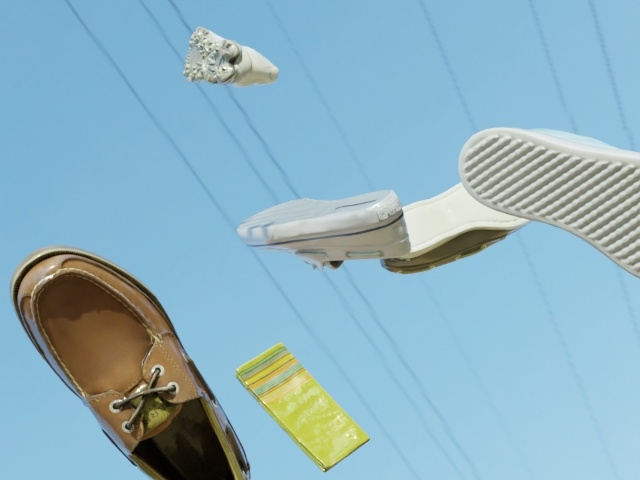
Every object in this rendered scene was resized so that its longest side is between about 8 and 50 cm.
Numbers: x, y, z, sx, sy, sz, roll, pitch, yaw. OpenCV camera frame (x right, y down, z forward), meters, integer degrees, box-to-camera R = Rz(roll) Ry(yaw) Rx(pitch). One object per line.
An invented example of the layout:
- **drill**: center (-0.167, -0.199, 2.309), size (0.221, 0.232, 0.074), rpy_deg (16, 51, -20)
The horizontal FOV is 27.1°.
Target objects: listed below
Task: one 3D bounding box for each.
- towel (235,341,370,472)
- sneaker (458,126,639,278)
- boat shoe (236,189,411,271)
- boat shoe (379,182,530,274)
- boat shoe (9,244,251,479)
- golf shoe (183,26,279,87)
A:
- **towel**: center (-0.031, 0.271, 2.193), size (0.102, 0.237, 0.021), rpy_deg (-33, -29, -23)
- **sneaker**: center (0.349, -0.053, 1.535), size (0.150, 0.366, 0.135), rpy_deg (-16, -52, -55)
- **boat shoe**: center (0.000, 0.000, 1.457), size (0.083, 0.226, 0.076), rpy_deg (-36, -69, -40)
- **boat shoe**: center (0.230, -0.027, 2.133), size (0.305, 0.109, 0.091), rpy_deg (-18, -29, -18)
- **boat shoe**: center (-0.148, 0.129, 1.159), size (0.110, 0.104, 0.307), rpy_deg (-40, -59, -4)
- **golf shoe**: center (-0.112, -0.214, 1.626), size (0.086, 0.176, 0.069), rpy_deg (13, -79, -28)
